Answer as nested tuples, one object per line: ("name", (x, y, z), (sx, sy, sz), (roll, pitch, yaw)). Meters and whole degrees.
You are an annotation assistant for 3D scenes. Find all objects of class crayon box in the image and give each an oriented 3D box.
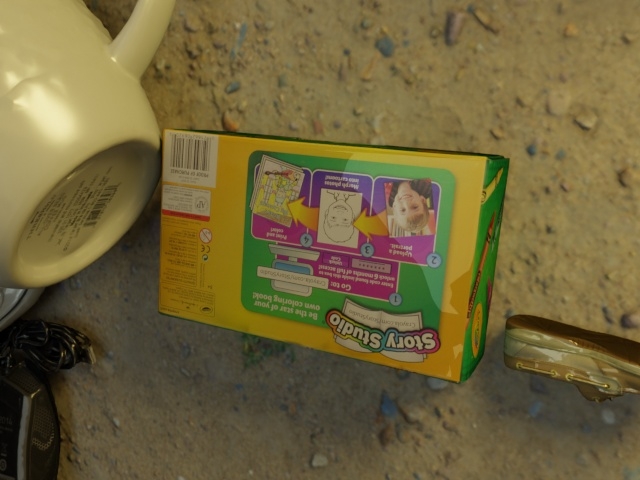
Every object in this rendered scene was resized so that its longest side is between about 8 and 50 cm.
("crayon box", (0.000, 0.000, 0.523), (0.279, 0.081, 0.165), (9, 102, 23))

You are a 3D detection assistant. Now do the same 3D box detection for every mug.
("mug", (-0.281, -0.161, 0.539), (0.328, 0.276, 0.374), (40, 94, 8))

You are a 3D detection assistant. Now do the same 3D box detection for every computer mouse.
("computer mouse", (-0.342, 0.217, 0.725), (0.189, 0.072, 0.272), (8, 89, 26))

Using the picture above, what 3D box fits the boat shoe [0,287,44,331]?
("boat shoe", (-0.370, 0.061, 0.675), (0.083, 0.076, 0.226), (39, 95, 29))

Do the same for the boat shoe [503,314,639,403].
("boat shoe", (0.202, 0.094, 0.465), (0.136, 0.050, 0.045), (17, 108, 32))
